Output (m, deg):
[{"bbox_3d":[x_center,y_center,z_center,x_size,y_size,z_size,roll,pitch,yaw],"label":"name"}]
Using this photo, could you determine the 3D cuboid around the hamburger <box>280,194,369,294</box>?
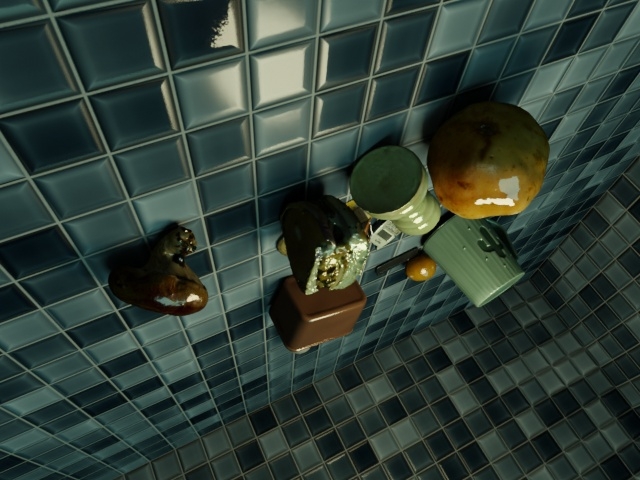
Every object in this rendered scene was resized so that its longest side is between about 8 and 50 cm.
[{"bbox_3d":[0.000,0.000,1.581,0.195,0.277,0.318,-13,149,-23],"label":"hamburger"}]

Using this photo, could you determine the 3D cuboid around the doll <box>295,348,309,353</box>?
[{"bbox_3d":[-0.105,0.431,2.365,0.151,0.151,0.287,-22,148,-17],"label":"doll"}]

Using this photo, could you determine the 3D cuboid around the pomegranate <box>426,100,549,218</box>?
[{"bbox_3d":[0.535,-0.244,1.608,0.410,0.410,0.410,-24,152,-13],"label":"pomegranate"}]

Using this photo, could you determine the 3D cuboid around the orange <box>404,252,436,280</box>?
[{"bbox_3d":[0.490,0.134,2.435,0.156,0.124,0.156,-29,-177,1],"label":"orange"}]

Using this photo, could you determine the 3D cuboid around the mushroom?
[{"bbox_3d":[-0.446,0.112,1.437,0.254,0.267,0.267,-56,165,-28],"label":"mushroom"}]

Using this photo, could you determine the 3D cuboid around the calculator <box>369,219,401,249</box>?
[{"bbox_3d":[0.301,-0.066,2.024,0.268,0.040,0.177,-38,152,13],"label":"calculator"}]

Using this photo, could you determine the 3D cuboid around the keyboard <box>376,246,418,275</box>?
[{"bbox_3d":[0.365,0.096,2.386,0.231,0.023,0.072,-26,146,-9],"label":"keyboard"}]

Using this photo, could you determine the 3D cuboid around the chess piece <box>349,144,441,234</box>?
[{"bbox_3d":[0.275,-0.143,1.697,0.234,0.234,0.442,-37,157,12],"label":"chess piece"}]

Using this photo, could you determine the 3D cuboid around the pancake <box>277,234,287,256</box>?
[{"bbox_3d":[-0.064,-0.007,1.782,0.199,0.021,0.199,-24,151,-14],"label":"pancake"}]

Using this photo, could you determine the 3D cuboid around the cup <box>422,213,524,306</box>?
[{"bbox_3d":[0.732,0.050,2.287,0.401,0.392,0.310,-33,159,-6],"label":"cup"}]

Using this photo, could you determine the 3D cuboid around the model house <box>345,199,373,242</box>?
[{"bbox_3d":[0.138,-0.039,1.801,0.207,0.136,0.219,-23,152,-10],"label":"model house"}]

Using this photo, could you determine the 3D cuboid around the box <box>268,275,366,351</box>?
[{"bbox_3d":[-0.008,0.268,2.075,0.339,0.239,0.229,-12,145,-31],"label":"box"}]
